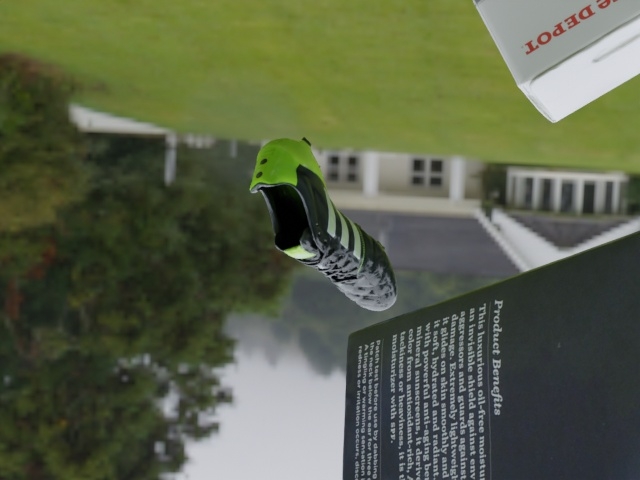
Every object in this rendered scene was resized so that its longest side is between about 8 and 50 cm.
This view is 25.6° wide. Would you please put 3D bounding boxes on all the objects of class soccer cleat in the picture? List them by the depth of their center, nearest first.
[{"bbox_3d":[0.000,0.000,1.102,0.060,0.179,0.072,-14,-146,35],"label":"soccer cleat"}]

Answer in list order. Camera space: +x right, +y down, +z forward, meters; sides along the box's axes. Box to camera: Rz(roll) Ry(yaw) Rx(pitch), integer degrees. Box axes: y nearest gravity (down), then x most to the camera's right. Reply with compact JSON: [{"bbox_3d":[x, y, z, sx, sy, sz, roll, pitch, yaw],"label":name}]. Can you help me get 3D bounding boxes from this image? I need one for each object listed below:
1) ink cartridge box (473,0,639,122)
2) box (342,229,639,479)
[{"bbox_3d":[0.194,-0.227,1.113,0.160,0.219,0.092,-30,153,15],"label":"ink cartridge box"},{"bbox_3d":[0.213,0.128,0.818,0.296,0.183,0.294,13,159,-30],"label":"box"}]
